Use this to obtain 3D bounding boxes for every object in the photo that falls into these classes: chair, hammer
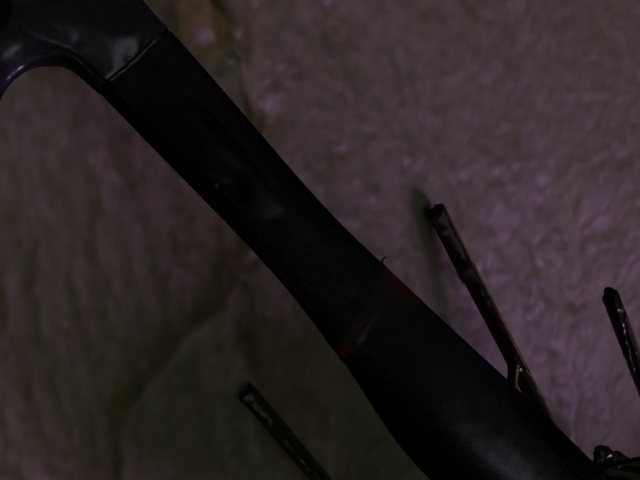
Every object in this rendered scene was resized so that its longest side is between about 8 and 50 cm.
[{"bbox_3d":[0.122,0.151,0.762,0.170,0.160,0.325,-41,123,-13],"label":"chair"},{"bbox_3d":[0.000,0.000,0.603,0.290,0.037,0.137,46,75,-2],"label":"hammer"}]
